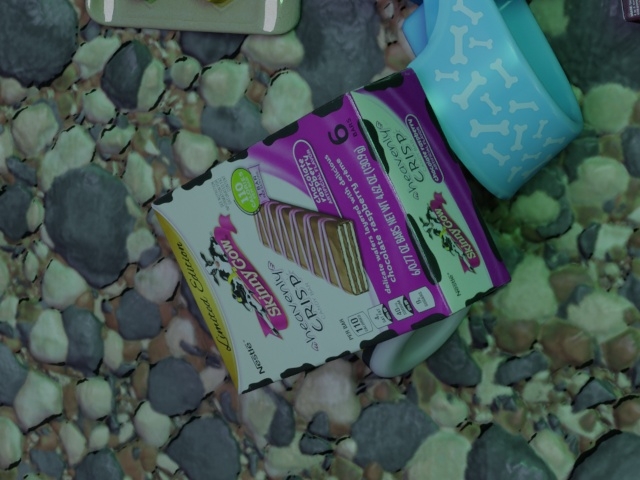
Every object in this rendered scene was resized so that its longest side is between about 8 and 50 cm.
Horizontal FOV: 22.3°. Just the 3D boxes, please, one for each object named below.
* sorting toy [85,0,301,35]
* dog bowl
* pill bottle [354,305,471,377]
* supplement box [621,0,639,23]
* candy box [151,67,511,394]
[{"bbox_3d":[-0.108,-0.268,1.326,0.208,0.038,0.193,8,98,31],"label":"sorting toy"},{"bbox_3d":[0.091,-0.174,1.144,0.074,0.166,0.297,-30,78,18],"label":"dog bowl"},{"bbox_3d":[0.022,0.008,1.227,0.184,0.103,0.103,45,115,22],"label":"pill bottle"},{"bbox_3d":[0.251,-0.174,1.099,0.083,0.055,0.043,-8,88,32],"label":"supplement box"},{"bbox_3d":[0.000,0.000,1.116,0.233,0.071,0.159,-26,89,48],"label":"candy box"}]
